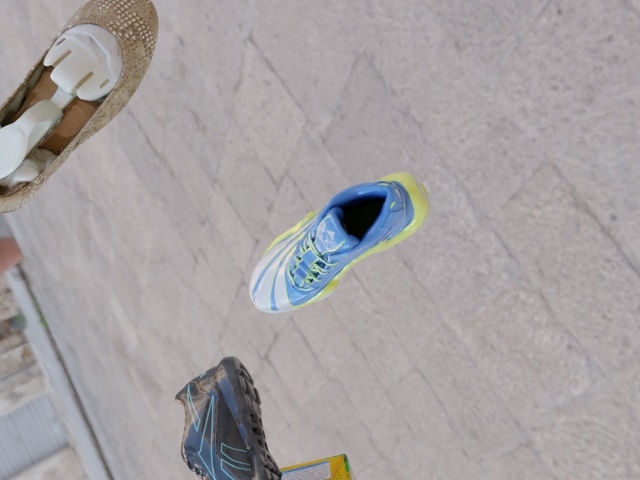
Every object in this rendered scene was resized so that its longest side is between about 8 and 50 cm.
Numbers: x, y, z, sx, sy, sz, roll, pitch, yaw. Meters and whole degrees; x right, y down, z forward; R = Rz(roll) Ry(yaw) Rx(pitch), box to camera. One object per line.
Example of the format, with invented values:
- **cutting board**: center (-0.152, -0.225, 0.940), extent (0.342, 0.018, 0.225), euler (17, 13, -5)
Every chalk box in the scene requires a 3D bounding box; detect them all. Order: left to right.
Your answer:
- **chalk box**: center (0.007, 0.430, 1.116), extent (0.132, 0.132, 0.213), euler (-101, -5, -49)

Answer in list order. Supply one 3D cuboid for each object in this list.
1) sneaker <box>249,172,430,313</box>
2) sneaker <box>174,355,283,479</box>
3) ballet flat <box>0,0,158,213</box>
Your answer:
- **sneaker**: center (0.000, 0.000, 0.831), extent (0.091, 0.240, 0.126), euler (58, -163, 14)
- **sneaker**: center (-0.111, 0.282, 0.979), extent (0.101, 0.106, 0.268), euler (63, -175, -56)
- **ballet flat**: center (-0.191, -0.099, 0.566), extent (0.073, 0.206, 0.067), euler (36, -176, -11)
